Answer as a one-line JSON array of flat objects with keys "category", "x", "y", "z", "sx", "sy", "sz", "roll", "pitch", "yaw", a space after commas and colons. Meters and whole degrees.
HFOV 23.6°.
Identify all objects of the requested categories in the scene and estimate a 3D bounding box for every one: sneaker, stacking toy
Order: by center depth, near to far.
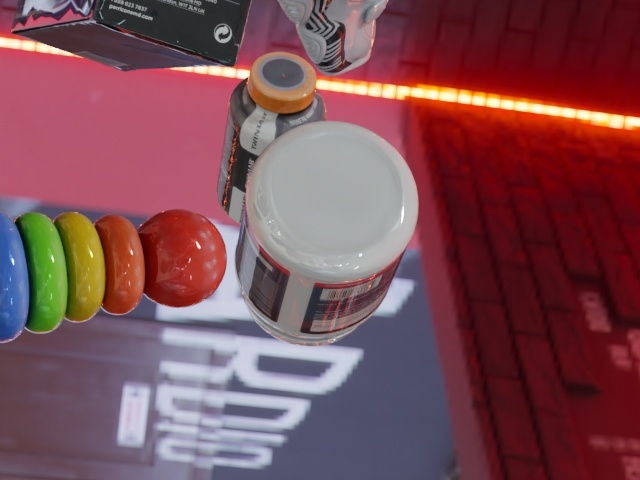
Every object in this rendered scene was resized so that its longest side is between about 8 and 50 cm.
[{"category": "stacking toy", "x": -0.238, "y": 0.023, "z": 1.327, "sx": 0.141, "sy": 0.330, "sz": 0.141, "roll": 173, "pitch": -90, "yaw": -67}, {"category": "sneaker", "x": 0.057, "y": -0.285, "z": 1.495, "sx": 0.366, "sy": 0.210, "sz": 0.137, "roll": 51, "pitch": 21, "yaw": -69}]

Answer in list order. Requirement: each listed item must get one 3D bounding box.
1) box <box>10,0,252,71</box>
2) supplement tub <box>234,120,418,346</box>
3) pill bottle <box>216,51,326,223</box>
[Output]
[{"category": "box", "x": -0.119, "y": -0.217, "z": 1.037, "sx": 0.261, "sy": 0.103, "sz": 0.184, "roll": 13, "pitch": -95, "yaw": 67}, {"category": "supplement tub", "x": 0.000, "y": 0.000, "z": 1.767, "sx": 0.272, "sy": 0.191, "sz": 0.191, "roll": 108, "pitch": -13, "yaw": -66}, {"category": "pill bottle", "x": -0.064, "y": -0.136, "z": 2.039, "sx": 0.246, "sy": 0.130, "sz": 0.130, "roll": 102, "pitch": -9, "yaw": -51}]
